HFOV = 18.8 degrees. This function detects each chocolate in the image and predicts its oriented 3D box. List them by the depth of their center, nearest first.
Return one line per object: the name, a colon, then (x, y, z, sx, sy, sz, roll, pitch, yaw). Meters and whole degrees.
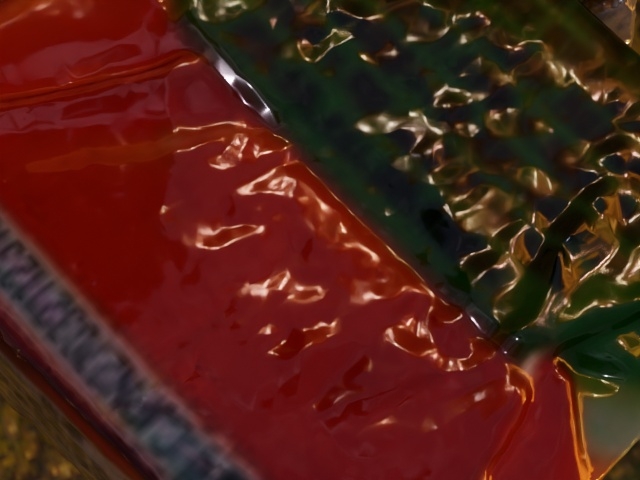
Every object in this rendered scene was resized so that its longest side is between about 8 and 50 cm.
chocolate: (0.000, 0.000, 0.948, 0.341, 0.360, 0.161, -41, 169, -25)

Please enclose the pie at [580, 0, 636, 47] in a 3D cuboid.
pie: (0.126, -0.127, 1.112, 0.046, 0.195, 0.195, -8, 124, -17)
